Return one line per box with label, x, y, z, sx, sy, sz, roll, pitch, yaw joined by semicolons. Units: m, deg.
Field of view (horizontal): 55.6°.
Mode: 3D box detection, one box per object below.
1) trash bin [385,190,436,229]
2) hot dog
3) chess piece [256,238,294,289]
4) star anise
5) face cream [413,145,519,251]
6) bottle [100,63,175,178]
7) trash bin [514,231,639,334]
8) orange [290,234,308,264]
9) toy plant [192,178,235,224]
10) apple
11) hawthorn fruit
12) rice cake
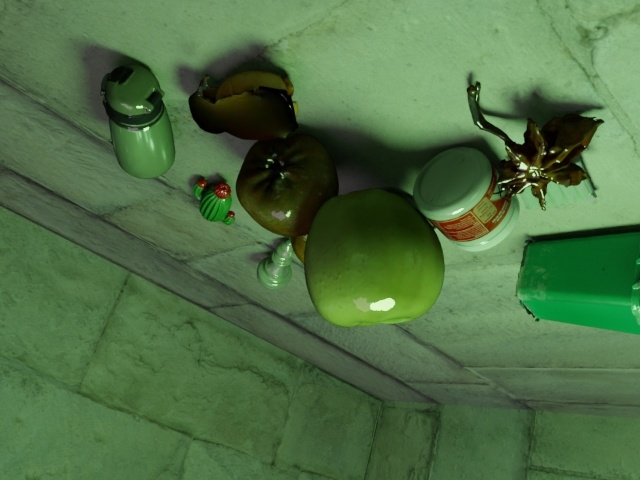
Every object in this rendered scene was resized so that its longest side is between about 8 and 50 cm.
trash bin;0.187;0.018;1.785;0.220;0.250;0.219;31;161;-28
hot dog;-0.170;-0.340;1.438;0.326;0.107;0.194;16;148;27
chess piece;-0.149;0.074;2.297;0.139;0.139;0.271;21;145;-8
star anise;0.437;-0.206;1.268;0.346;0.148;0.237;34;113;-7
face cream;0.353;-0.101;1.477;0.201;0.201;0.187;-7;146;42
bottle;-0.483;-0.317;1.618;0.169;0.168;0.347;17;152;1
trash bin;0.737;0.109;1.617;0.381;0.259;0.295;-2;150;42
orange;0.000;0.000;1.889;0.171;0.240;0.240;-18;145;13
toy plant;-0.353;-0.137;2.005;0.155;0.088;0.240;26;151;17
apple;0.133;0.050;1.499;0.358;0.357;0.357;14;156;7
hawthorn fruit;-0.080;-0.136;1.635;0.268;0.267;0.301;9;157;17
rice cake;0.552;-0.143;1.455;0.189;0.037;0.198;-6;146;42
